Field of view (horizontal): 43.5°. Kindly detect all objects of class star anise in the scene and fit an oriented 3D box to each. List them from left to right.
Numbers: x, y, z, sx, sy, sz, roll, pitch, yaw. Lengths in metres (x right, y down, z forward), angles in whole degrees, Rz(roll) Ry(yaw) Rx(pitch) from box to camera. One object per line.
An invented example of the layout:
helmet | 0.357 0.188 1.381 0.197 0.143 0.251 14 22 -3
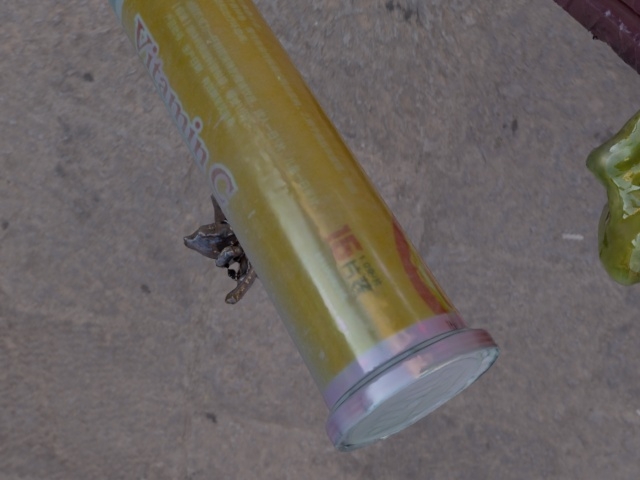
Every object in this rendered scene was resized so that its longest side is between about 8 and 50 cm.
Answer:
star anise | -0.113 0.014 1.292 0.209 0.231 0.089 4 127 -27

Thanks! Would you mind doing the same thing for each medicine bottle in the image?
medicine bottle | -0.044 -0.078 0.528 0.108 0.108 0.426 -39 66 19

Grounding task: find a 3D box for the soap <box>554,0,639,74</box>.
soap | 0.325 -0.333 0.888 0.112 0.289 0.182 -25 145 -19

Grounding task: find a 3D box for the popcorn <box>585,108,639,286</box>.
popcorn | 0.385 -0.047 0.672 0.311 0.312 0.313 2 114 4
